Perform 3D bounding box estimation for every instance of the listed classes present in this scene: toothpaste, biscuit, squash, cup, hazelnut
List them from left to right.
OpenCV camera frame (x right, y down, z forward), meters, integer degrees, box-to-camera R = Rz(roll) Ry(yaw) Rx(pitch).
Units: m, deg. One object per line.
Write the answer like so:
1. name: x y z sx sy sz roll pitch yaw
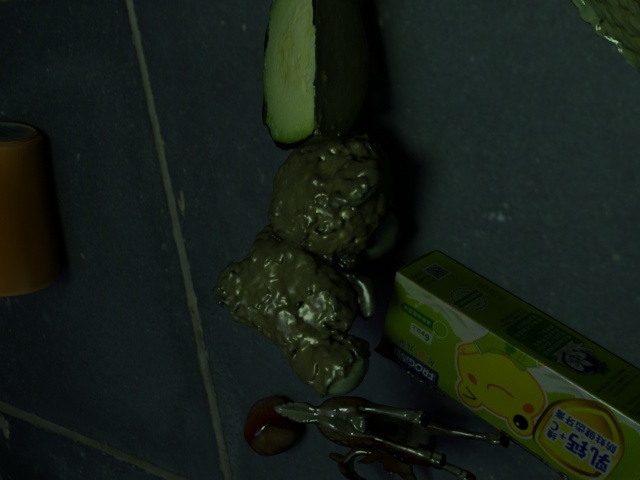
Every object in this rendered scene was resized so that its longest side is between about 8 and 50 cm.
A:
1. cup: -0.505 -0.052 1.622 0.226 0.182 0.263 -127 39 -62
2. hazelnut: -0.066 0.248 1.370 0.086 0.086 0.086 22 123 38
3. squash: 0.000 -0.185 1.051 0.184 0.085 0.191 -178 90 -72
4. toothpaste: 0.205 0.136 1.033 0.327 0.077 0.110 32 127 31
5. biscuit: 0.268 -0.137 0.783 0.036 0.187 0.273 -37 80 10

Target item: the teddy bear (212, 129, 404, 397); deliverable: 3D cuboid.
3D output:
1. teddy bear: 0.000 0.000 1.096 0.256 0.156 0.267 -62 20 15

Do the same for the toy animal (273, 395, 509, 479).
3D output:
1. toy animal: 0.072 0.212 1.123 0.260 0.087 0.243 -1 148 48

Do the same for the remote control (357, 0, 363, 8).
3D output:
1. remote control: -0.065 -0.337 1.109 0.309 0.038 0.090 41 134 23
